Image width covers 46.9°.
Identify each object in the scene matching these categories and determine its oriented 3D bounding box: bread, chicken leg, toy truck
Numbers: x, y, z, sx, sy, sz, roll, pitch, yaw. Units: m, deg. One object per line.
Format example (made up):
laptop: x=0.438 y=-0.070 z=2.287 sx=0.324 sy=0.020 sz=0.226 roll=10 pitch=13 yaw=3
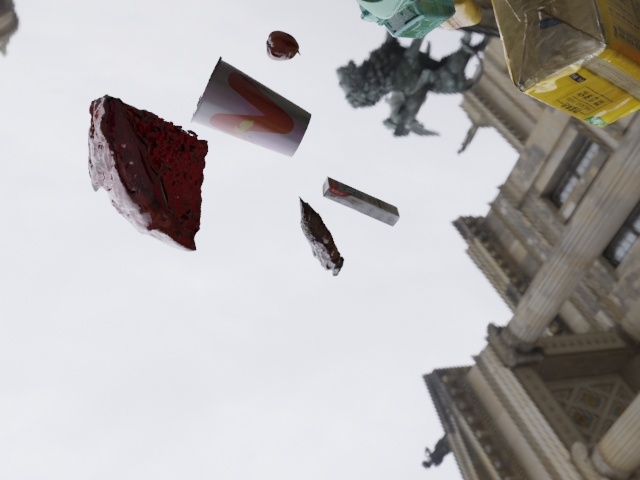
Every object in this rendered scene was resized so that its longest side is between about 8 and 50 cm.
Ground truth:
bread: x=0.386 y=-0.680 z=2.140 sx=0.134 sy=0.085 sz=0.173 roll=-5 pitch=172 yaw=27
chicken leg: x=0.000 y=0.000 z=1.747 sx=0.063 sy=0.234 sz=0.105 roll=-35 pitch=-132 yaw=-8
toy truck: x=0.222 y=-0.617 z=1.903 sx=0.279 sy=0.155 sz=0.156 roll=-15 pitch=-99 yaw=-49

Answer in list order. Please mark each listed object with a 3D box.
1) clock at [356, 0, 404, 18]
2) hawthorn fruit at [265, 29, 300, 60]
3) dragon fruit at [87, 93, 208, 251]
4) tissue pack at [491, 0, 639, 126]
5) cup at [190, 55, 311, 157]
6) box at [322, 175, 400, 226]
clock: x=0.120 y=-0.627 z=1.709 sx=0.211 sy=0.159 sz=0.066 roll=36 pitch=-127 yaw=-7
hawthorn fruit: x=-0.099 y=-0.523 z=1.993 sx=0.093 sy=0.081 sz=0.081 roll=0 pitch=-140 yaw=-24
dragon fruit: x=-0.351 y=-0.178 z=1.436 sx=0.302 sy=0.330 sz=0.240 roll=32 pitch=-109 yaw=29
tissue pack: x=0.556 y=-0.434 z=1.565 sx=0.382 sy=0.228 sz=0.293 roll=6 pitch=-112 yaw=-48
cup: x=-0.181 y=-0.344 z=1.985 sx=0.288 sy=0.203 sz=0.203 roll=24 pitch=-147 yaw=-12
box: x=0.106 y=-0.101 z=1.936 sx=0.218 sy=0.039 sz=0.055 roll=22 pitch=-149 yaw=-20
